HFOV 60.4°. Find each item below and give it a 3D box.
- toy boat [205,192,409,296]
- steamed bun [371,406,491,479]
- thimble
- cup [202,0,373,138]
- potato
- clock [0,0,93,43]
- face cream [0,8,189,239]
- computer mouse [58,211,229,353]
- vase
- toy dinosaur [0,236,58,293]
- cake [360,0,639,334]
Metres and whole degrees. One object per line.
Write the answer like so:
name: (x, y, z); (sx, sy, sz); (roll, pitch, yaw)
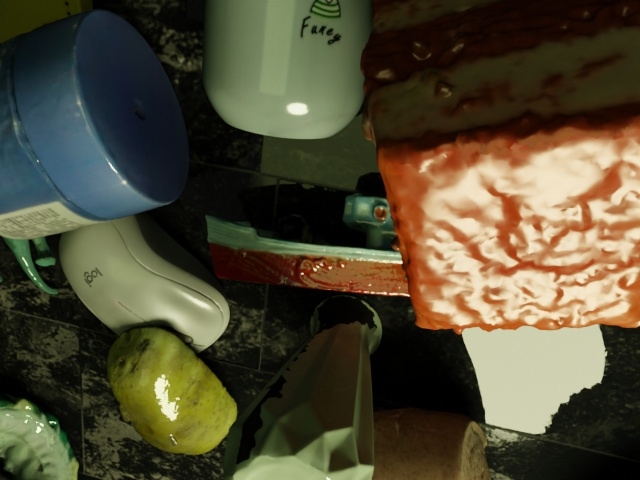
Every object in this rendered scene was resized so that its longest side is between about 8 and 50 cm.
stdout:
toy boat: (0.000, 0.000, 0.752); (0.331, 0.145, 0.133); (4, 87, 9)
steamed bun: (0.138, 0.351, 0.809); (0.251, 0.199, 0.301); (-1, 131, 27)
thimble: (-0.570, 0.422, 0.965); (0.167, 0.254, 0.288); (-30, 113, 23)
cup: (-0.026, -0.284, 0.619); (0.205, 0.205, 0.313); (11, 112, 9)
potato: (-0.243, 0.260, 0.863); (0.160, 0.111, 0.272); (-8, 131, 22)
clock: (-0.448, -0.329, 0.718); (0.293, 0.071, 0.277); (-6, 131, 15)
face cream: (-0.325, -0.138, 0.706); (0.224, 0.249, 0.249); (-15, 105, 12)
computer mouse: (-0.279, 0.066, 0.845); (0.184, 0.121, 0.297); (-35, 97, 20)
vase: (0.001, 0.194, 0.694); (0.164, 0.360, 0.165); (4, 109, 11)
toy dinosaur: (-0.501, -0.116, 0.820); (0.129, 0.383, 0.331); (-15, 72, -6)
cake: (0.189, -0.101, 0.533); (0.269, 0.320, 0.270); (-8, 134, 16)
